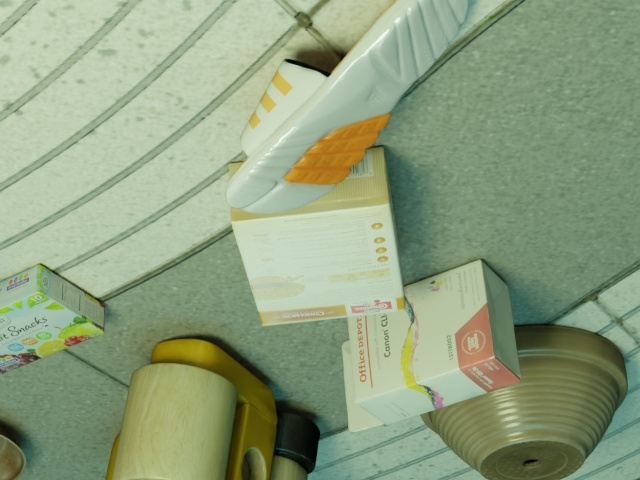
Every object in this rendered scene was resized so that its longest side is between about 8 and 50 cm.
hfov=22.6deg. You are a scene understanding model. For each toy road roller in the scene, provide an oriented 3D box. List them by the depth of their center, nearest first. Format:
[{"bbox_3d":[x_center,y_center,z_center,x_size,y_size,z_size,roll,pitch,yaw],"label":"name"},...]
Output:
[{"bbox_3d":[-0.162,0.264,1.763,0.240,0.203,0.329,-7,149,25],"label":"toy road roller"}]

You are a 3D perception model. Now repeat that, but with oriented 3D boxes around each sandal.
[{"bbox_3d":[0.015,-0.128,1.305,0.265,0.076,0.102,-47,146,20],"label":"sandal"}]

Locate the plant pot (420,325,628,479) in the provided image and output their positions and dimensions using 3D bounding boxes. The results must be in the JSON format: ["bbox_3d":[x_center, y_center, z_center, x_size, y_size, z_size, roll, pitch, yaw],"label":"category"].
[{"bbox_3d":[0.227,0.198,1.772,0.237,0.110,0.237,-2,145,-2],"label":"plant pot"}]

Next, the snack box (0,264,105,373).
[{"bbox_3d":[-0.302,0.081,1.611,0.141,0.037,0.100,-23,140,27],"label":"snack box"}]

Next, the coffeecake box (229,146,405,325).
[{"bbox_3d":[0.000,0.000,1.488,0.142,0.068,0.185,-6,146,4],"label":"coffeecake box"}]

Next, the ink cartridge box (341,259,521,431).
[{"bbox_3d":[0.095,0.110,1.620,0.198,0.115,0.067,-22,143,24],"label":"ink cartridge box"}]

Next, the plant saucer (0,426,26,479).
[{"bbox_3d":[-0.437,0.239,1.837,0.198,0.036,0.199,-3,146,-2],"label":"plant saucer"}]
